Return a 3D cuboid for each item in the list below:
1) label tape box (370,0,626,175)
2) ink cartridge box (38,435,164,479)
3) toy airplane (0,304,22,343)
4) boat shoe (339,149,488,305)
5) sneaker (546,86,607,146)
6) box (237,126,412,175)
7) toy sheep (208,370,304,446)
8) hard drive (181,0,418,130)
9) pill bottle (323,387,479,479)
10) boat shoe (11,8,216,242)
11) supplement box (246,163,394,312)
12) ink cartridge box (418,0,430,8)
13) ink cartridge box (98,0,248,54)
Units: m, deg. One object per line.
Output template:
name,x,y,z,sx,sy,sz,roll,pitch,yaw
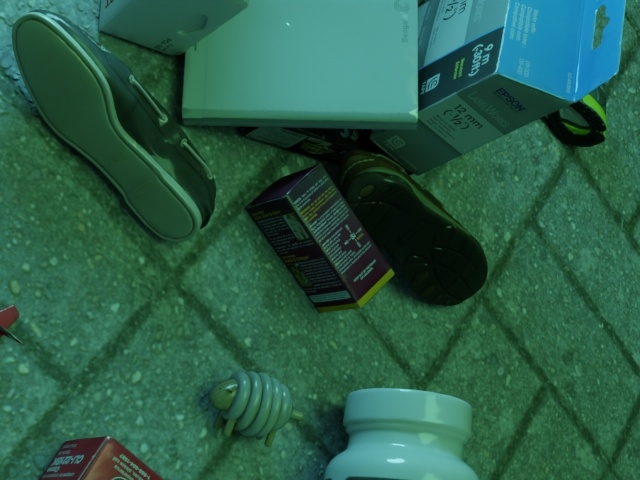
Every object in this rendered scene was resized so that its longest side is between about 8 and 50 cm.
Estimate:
label tape box,0.242,-0.266,1.447,0.115,0.348,0.249,35,52,-27
ink cartridge box,-0.254,0.379,1.129,0.197,0.114,0.272,46,53,-22
toy airplane,-0.387,0.065,1.159,0.151,0.028,0.151,10,74,-37
boat shoe,0.137,-0.026,1.551,0.324,0.123,0.120,46,15,-40
sneaker,0.412,-0.303,1.879,0.300,0.111,0.121,48,43,-27
box,0.023,-0.262,1.555,0.293,0.073,0.295,14,69,-37
toy sheep,-0.081,0.210,1.338,0.132,0.091,0.091,20,66,-29
hard drive,-0.025,-0.249,1.411,0.308,0.040,0.203,1,74,1
pill bottle,0.099,0.385,1.355,0.210,0.210,0.362,21,66,-34
boat shoe,-0.245,-0.146,1.291,0.335,0.112,0.095,54,34,-22
supplement box,0.000,0.000,1.440,0.081,0.104,0.188,-43,107,-31
ink cartridge box,0.105,-0.518,1.655,0.324,0.071,0.330,31,45,-22
ink cartridge box,-0.178,-0.408,1.337,0.117,0.207,0.282,12,70,-34
